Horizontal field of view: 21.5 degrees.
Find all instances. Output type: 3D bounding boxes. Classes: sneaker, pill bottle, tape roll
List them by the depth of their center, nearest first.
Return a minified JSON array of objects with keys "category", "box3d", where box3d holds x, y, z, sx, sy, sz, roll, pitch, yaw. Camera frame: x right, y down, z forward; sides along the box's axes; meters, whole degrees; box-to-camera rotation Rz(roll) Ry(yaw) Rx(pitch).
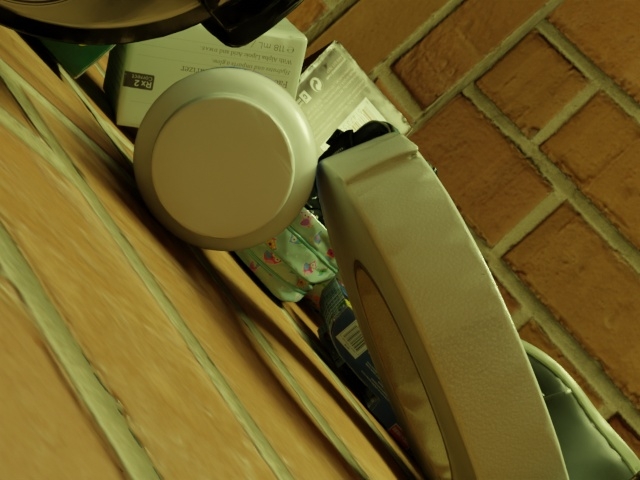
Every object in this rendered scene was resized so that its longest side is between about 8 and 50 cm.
[{"category":"tape roll","box3d":[0.100,0.098,1.412,0.392,0.072,0.392,157,-90,-85]},{"category":"pill bottle","box3d":[-0.079,-0.072,1.428,0.152,0.152,0.272,48,2,-6]},{"category":"sneaker","box3d":[0.195,0.187,1.562,0.222,0.118,0.083,44,-37,4]}]

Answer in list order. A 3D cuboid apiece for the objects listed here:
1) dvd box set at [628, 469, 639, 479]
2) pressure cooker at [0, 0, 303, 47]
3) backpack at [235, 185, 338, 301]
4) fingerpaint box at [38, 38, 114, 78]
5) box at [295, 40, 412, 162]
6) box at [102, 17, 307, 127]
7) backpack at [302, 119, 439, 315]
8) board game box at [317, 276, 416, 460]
[{"category":"dvd box set","box3d":[0.315,0.266,1.368,0.062,0.307,0.420,48,2,32]},{"category":"pressure cooker","box3d":[-0.176,-0.347,1.238,0.370,0.375,0.420,3,24,-17]},{"category":"backpack","box3d":[-0.027,-0.005,1.758,0.152,0.115,0.182,37,4,-2]},{"category":"fingerpaint box","box3d":[-0.331,-0.385,1.699,0.371,0.163,0.445,49,2,-21]},{"category":"box","box3d":[-0.020,-0.137,2.311,0.167,0.168,0.203,48,-32,-12]},{"category":"box","box3d":[-0.124,-0.182,1.756,0.181,0.119,0.182,7,15,-14]},{"category":"backpack","box3d":[0.051,-0.012,1.982,0.191,0.225,0.253,43,7,-8]},{"category":"board game box","box3d":[0.062,0.135,1.780,0.194,0.060,0.194,48,2,-10]}]
